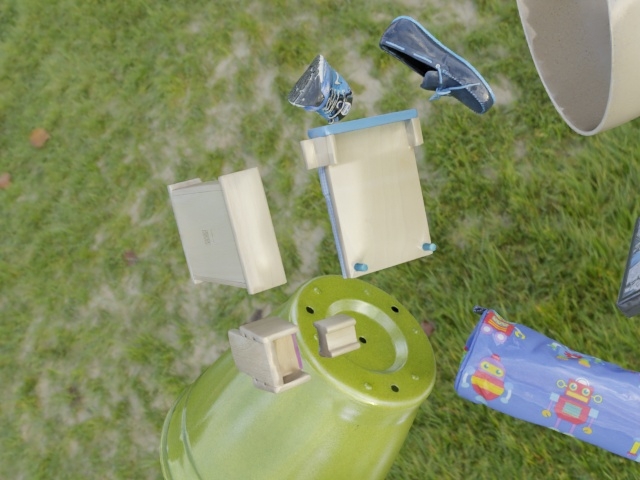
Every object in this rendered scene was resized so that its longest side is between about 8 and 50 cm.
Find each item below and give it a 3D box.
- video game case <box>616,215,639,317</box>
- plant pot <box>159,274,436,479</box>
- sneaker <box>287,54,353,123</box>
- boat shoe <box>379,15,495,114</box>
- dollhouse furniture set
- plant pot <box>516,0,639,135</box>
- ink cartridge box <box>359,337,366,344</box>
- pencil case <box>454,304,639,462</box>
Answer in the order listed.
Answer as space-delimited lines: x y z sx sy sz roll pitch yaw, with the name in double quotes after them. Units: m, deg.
0.563 -0.025 1.078 0.275 0.035 0.248 -38 9 42 "video game case"
-0.010 0.250 1.154 0.353 0.367 0.366 -56 43 35 "plant pot"
0.017 -0.361 1.820 0.129 0.147 0.330 -50 9 18 "sneaker"
0.224 -0.329 1.495 0.258 0.109 0.089 40 76 10 "boat shoe"
0.000 0.000 0.985 0.304 0.286 0.198 -17 9 -27 "dollhouse furniture set"
0.309 -0.260 0.707 0.191 0.284 0.284 -15 56 4 "plant pot"
0.008 0.185 1.173 0.180 0.104 0.060 -31 59 36 "ink cartridge box"
0.323 0.188 0.952 0.306 0.133 0.119 19 103 16 "pencil case"
